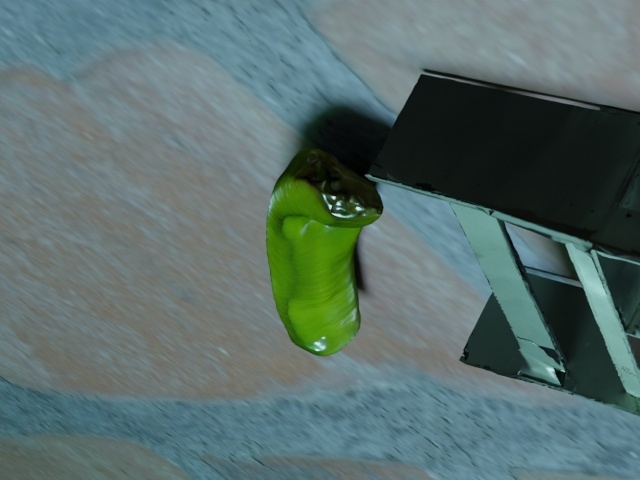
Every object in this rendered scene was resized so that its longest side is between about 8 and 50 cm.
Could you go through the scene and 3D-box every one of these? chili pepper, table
[{"bbox_3d":[0.000,0.000,0.872,0.052,0.050,0.201,11,158,1],"label":"chili pepper"},{"bbox_3d":[0.122,0.016,0.746,0.175,0.062,0.146,16,154,30],"label":"table"}]
